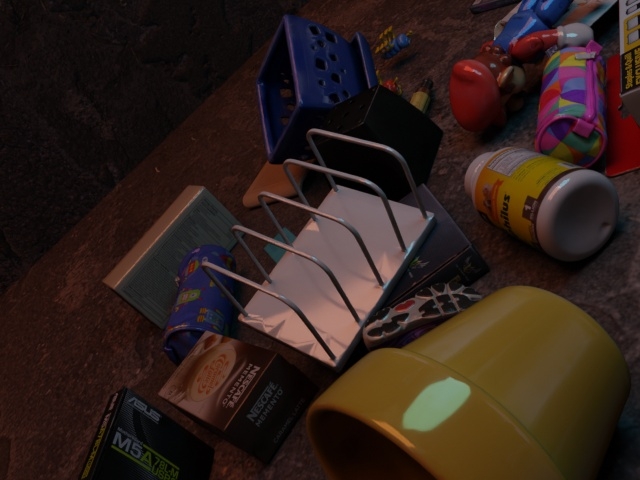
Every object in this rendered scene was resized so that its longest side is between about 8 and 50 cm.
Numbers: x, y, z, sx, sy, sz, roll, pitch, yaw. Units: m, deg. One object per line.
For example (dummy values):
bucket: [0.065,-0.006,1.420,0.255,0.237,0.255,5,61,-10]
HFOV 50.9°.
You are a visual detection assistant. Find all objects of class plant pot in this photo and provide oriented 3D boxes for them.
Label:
plant pot: [-0.002,-0.318,1.471,0.236,0.212,0.236,130,133,-58]
plant pot: [0.096,-0.180,1.287,0.187,0.167,0.188,-18,37,41]
plant pot: [0.156,0.175,0.629,0.239,0.254,0.254,-38,22,-26]

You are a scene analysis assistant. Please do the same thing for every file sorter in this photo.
file sorter: [0.000,0.000,0.958,0.192,0.173,0.278,20,64,35]

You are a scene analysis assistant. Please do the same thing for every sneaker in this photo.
sneaker: [0.142,0.113,0.919,0.169,0.071,0.068,-22,32,6]

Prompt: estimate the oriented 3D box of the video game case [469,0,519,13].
video game case: [0.491,-0.615,1.538,0.196,0.026,0.274,-52,29,-17]

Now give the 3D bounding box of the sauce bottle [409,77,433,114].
sauce bottle: [0.215,-0.299,1.438,0.042,0.042,0.128,-17,34,41]

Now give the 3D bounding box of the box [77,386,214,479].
box: [-0.249,0.338,0.977,0.045,0.191,0.184,-31,28,27]

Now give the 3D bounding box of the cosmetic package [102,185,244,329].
cosmetic package: [-0.339,0.035,1.577,0.309,0.160,0.113,-51,27,-17]

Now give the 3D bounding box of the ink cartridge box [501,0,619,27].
ink cartridge box: [0.508,-0.466,1.259,0.239,0.060,0.275,-45,27,2]

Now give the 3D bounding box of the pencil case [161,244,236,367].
pencil case: [-0.240,0.129,1.344,0.133,0.119,0.306,-14,31,4]

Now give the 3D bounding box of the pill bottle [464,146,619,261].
pill bottle: [0.284,-0.059,0.906,0.117,0.117,0.215,-44,26,-1]

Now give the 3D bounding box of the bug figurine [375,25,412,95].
bug figurine: [0.132,-0.398,1.660,0.216,0.072,0.279,-26,35,42]

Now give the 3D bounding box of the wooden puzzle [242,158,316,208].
wooden puzzle: [-0.074,-0.188,1.675,0.220,0.044,0.239,-12,45,46]

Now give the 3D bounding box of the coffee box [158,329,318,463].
coffee box: [-0.137,0.238,1.070,0.246,0.098,0.141,2,51,55]

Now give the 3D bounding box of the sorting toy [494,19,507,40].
sorting toy: [0.379,-0.406,1.372,0.075,0.045,0.083,-50,28,3]

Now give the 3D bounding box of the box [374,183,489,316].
box: [0.136,0.026,1.051,0.183,0.059,0.233,-37,28,10]

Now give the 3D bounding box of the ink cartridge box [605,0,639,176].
ink cartridge box: [0.493,-0.264,0.907,0.271,0.130,0.310,-21,34,38]

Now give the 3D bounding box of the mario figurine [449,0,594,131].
mario figurine: [0.357,-0.318,1.177,0.321,0.170,0.198,-52,-10,3]

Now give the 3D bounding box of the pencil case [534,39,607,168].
pencil case: [0.374,-0.204,0.998,0.104,0.104,0.236,-22,32,36]

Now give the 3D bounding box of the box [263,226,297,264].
box: [-0.015,0.061,1.161,0.060,0.100,0.244,-45,26,-2]
